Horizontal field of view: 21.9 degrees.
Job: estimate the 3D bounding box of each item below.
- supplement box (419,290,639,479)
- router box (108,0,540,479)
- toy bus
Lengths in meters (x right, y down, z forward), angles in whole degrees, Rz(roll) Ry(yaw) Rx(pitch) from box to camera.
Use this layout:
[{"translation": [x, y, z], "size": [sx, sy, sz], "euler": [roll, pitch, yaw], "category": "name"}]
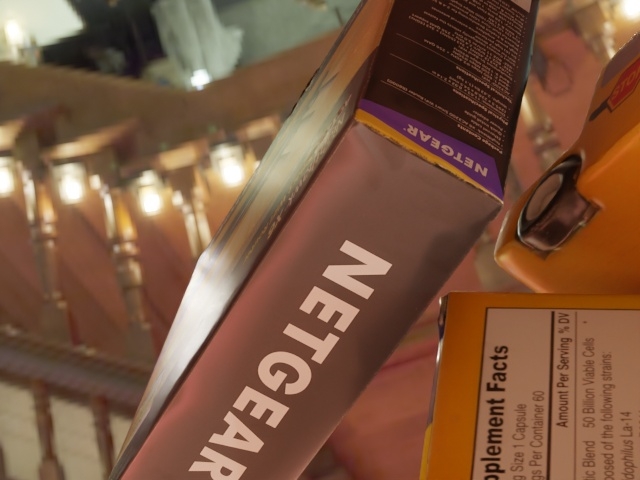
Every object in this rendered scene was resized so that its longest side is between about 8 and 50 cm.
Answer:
[{"translation": [0.228, 0.154, 0.768], "size": [0.356, 0.194, 0.195], "euler": [1, 121, 9], "category": "supplement box"}, {"translation": [0.000, 0.000, 0.882], "size": [0.081, 0.243, 0.309], "euler": [28, 126, -8], "category": "router box"}, {"translation": [0.221, -0.080, 0.783], "size": [0.108, 0.130, 0.332], "euler": [32, 136, -11], "category": "toy bus"}]
